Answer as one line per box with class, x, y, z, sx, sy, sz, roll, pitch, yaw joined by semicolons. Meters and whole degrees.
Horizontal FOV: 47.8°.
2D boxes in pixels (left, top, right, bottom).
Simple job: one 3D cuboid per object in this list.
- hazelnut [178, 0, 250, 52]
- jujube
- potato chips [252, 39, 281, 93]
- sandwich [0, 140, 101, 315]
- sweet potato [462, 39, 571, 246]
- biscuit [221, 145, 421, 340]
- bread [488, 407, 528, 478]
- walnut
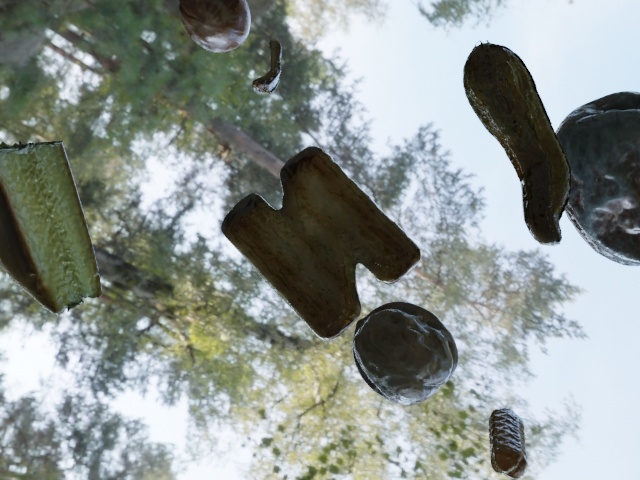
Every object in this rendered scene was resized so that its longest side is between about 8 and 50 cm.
hazelnut;-0.120;-0.250;0.809;0.086;0.086;0.086;-20;-123;33
jujube;0.542;-0.097;1.246;0.247;0.308;0.215;-12;-159;27
potato chips;-0.075;-0.267;1.102;0.204;0.037;0.026;-84;-166;-56
sandwich;-0.389;-0.020;0.982;0.128;0.122;0.235;3;-70;47
sweet potato;0.218;-0.106;0.778;0.062;0.081;0.233;-30;-100;58
biscuit;0.000;0.000;1.231;0.237;0.062;0.291;-43;-103;-11
bread;0.259;0.279;1.001;0.052;0.157;0.044;29;-75;6
walnut;0.169;0.229;1.494;0.224;0.224;0.224;-20;-123;33
